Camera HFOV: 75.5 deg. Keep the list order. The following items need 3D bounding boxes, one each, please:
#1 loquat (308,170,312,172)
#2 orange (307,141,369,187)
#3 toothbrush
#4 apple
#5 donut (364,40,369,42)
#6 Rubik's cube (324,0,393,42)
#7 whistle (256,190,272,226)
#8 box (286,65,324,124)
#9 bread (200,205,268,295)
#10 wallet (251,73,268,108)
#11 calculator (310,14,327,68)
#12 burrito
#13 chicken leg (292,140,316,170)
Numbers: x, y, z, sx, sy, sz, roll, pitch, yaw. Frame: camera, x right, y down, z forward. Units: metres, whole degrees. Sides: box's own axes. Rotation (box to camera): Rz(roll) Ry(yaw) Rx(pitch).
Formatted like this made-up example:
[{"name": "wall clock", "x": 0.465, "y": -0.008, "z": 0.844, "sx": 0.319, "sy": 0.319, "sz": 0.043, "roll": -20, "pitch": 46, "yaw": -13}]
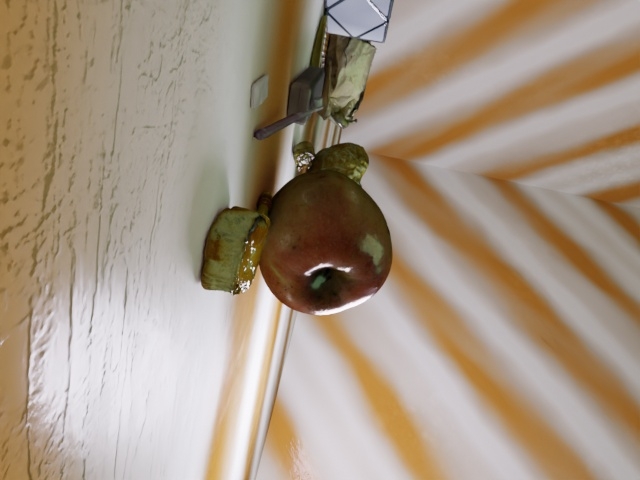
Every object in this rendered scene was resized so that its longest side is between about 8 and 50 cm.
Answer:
[{"name": "loquat", "x": 0.004, "y": -0.138, "z": 1.478, "sx": 0.244, "sy": 0.244, "sz": 0.243, "roll": 12, "pitch": 90, "yaw": -87}, {"name": "orange", "x": 0.053, "y": -0.260, "z": 1.735, "sx": 0.271, "sy": 0.210, "sz": 0.368, "roll": -8, "pitch": -119, "yaw": 52}, {"name": "toothbrush", "x": -0.056, "y": -0.273, "z": 0.900, "sx": 0.354, "sy": 0.024, "sz": 0.029, "roll": -53, "pitch": 152, "yaw": -57}, {"name": "apple", "x": 0.000, "y": 0.000, "z": 1.020, "sx": 0.305, "sy": 0.339, "sz": 0.338, "roll": -105, "pitch": -160, "yaw": -49}, {"name": "donut", "x": 0.128, "y": -0.766, "z": 1.841, "sx": 0.307, "sy": 0.150, "sz": 0.371, "roll": -67, "pitch": 169, "yaw": -74}, {"name": "Rubik's cube", "x": 0.131, "y": -0.774, "z": 1.275, "sx": 0.205, "sy": 0.207, "sz": 0.205, "roll": 93, "pitch": 9, "yaw": -77}, {"name": "whistle", "x": -0.124, "y": -0.064, "z": 0.912, "sx": 0.109, "sy": 0.046, "sz": 0.057, "roll": -84, "pitch": 169, "yaw": -53}, {"name": "box", "x": -0.036, "y": -0.393, "z": 1.108, "sx": 0.243, "sy": 0.055, "sz": 0.103, "roll": -73, "pitch": 175, "yaw": -57}, {"name": "bread", "x": -0.138, "y": 0.016, "z": 0.668, "sx": 0.128, "sy": 0.069, "sz": 0.140, "roll": -45, "pitch": 150, "yaw": -83}, {"name": "wallet", "x": -0.105, "y": -0.261, "z": 0.722, "sx": 0.083, "sy": 0.011, "sz": 0.044, "roll": -75, "pitch": 176, "yaw": -56}, {"name": "calculator", "x": -0.003, "y": -0.572, "z": 1.280, "sx": 0.157, "sy": 0.033, "sz": 0.236, "roll": 80, "pitch": 20, "yaw": -81}, {"name": "burrito", "x": 0.080, "y": -0.603, "z": 1.574, "sx": 0.190, "sy": 0.135, "sz": 0.331, "roll": 3, "pitch": 106, "yaw": -51}, {"name": "chicken leg", "x": -0.056, "y": -0.261, "z": 1.293, "sx": 0.178, "sy": 0.070, "sz": 0.093, "roll": -118, "pitch": -135, "yaw": -79}]
